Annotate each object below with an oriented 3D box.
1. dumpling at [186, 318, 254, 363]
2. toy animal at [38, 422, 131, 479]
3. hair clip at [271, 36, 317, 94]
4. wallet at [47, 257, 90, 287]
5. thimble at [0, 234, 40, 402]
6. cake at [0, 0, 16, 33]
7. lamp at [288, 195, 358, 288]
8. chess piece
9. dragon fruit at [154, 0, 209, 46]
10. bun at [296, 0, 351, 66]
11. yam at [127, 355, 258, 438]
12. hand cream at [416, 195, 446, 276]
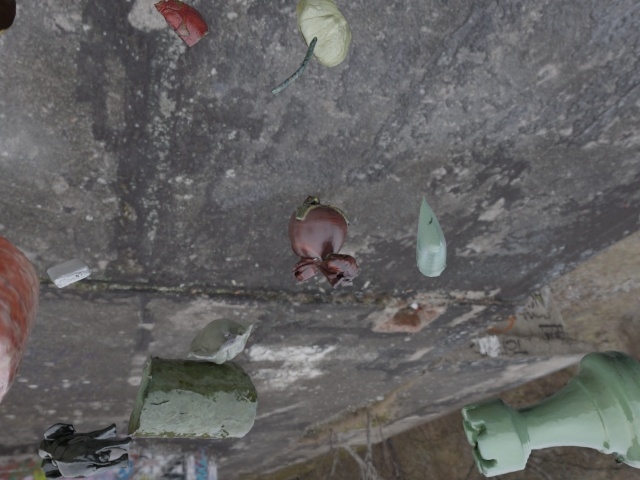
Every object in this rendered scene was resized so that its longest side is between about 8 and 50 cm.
[{"bbox_3d":[-0.242,0.256,1.162,0.188,0.108,0.127,-22,-165,-21],"label":"dumpling"},{"bbox_3d":[-0.522,0.453,1.022,0.146,0.114,0.245,7,157,-41],"label":"toy animal"},{"bbox_3d":[-0.060,-0.463,1.245,0.036,0.229,0.066,37,156,-12],"label":"hair clip"},{"bbox_3d":[-0.696,0.086,1.286,0.095,0.033,0.190,-29,-159,-31],"label":"wallet"},{"bbox_3d":[-0.410,0.086,0.445,0.240,0.162,0.238,-10,118,-19],"label":"thimble"},{"bbox_3d":[-0.939,-0.624,1.221,0.178,0.207,0.185,0,175,25],"label":"cake"},{"bbox_3d":[0.009,-0.005,1.181,0.151,0.223,0.215,-20,-168,-38],"label":"lamp"},{"bbox_3d":[0.411,0.316,0.812,0.300,0.194,0.194,-14,152,3],"label":"chess piece"},{"bbox_3d":[-0.471,-0.768,1.600,0.127,0.121,0.161,-48,139,-3],"label":"dragon fruit"},{"bbox_3d":[0.021,-0.718,1.581,0.153,0.243,0.244,-19,150,23],"label":"bun"},{"bbox_3d":[-0.313,0.396,1.168,0.300,0.195,0.195,14,146,-31],"label":"yam"},{"bbox_3d":[0.175,0.006,0.735,0.050,0.078,0.205,-15,157,7],"label":"hand cream"}]
